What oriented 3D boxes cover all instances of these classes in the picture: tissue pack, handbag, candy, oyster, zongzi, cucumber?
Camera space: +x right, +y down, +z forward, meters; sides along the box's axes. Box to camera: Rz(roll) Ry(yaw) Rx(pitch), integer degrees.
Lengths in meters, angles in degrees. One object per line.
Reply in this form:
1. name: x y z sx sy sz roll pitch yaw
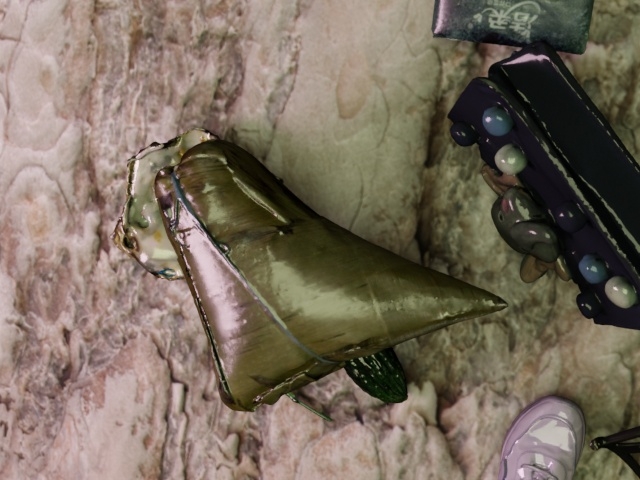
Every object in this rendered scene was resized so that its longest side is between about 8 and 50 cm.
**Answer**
1. tissue pack: 0.233 -0.353 1.033 0.185 0.081 0.257 11 117 16
2. handbag: 0.269 -0.044 1.024 0.118 0.269 0.326 -34 85 -6
3. candy: -0.037 0.217 1.242 0.123 0.035 0.035 34 107 1
4. oyster: -0.163 -0.040 1.218 0.222 0.083 0.214 25 106 6
5. zongzi: 0.000 0.000 1.052 0.360 0.160 0.323 -20 93 23
6. cucumber: 0.030 0.105 1.184 0.077 0.077 0.265 -30 87 17

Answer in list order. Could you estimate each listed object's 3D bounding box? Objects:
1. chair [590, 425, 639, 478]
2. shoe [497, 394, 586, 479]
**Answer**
1. chair: 0.454 0.262 0.999 0.260 0.154 0.141 -24 46 32
2. shoe: 0.261 0.314 1.113 0.095 0.137 0.245 18 101 8
